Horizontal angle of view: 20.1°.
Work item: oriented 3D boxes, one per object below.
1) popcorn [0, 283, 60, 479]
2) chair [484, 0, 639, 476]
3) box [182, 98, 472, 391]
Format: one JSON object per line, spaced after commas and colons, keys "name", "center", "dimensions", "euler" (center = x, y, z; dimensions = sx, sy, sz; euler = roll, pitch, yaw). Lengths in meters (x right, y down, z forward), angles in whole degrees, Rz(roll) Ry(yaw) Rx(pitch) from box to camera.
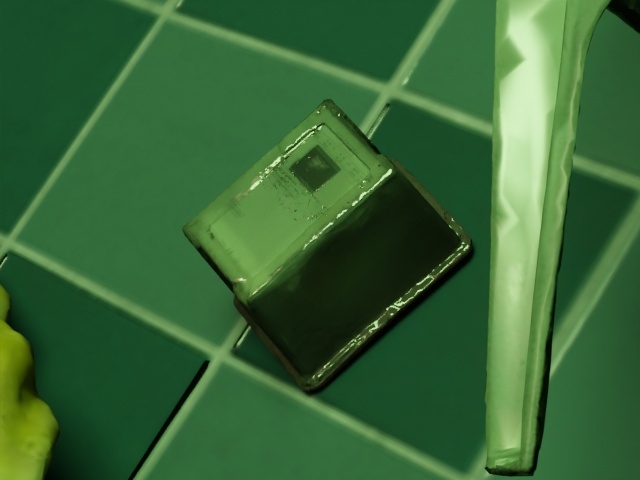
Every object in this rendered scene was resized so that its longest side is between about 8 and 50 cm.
{"name": "popcorn", "center": [-0.198, 0.069, 0.643], "dimensions": [0.191, 0.190, 0.253], "euler": [-38, 48, -5]}
{"name": "chair", "center": [0.161, -0.069, 0.523], "dimensions": [0.203, 0.190, 0.275], "euler": [-1, 84, 25]}
{"name": "box", "center": [0.000, 0.000, 0.659], "dimensions": [0.084, 0.063, 0.060], "euler": [-42, 53, 1]}
